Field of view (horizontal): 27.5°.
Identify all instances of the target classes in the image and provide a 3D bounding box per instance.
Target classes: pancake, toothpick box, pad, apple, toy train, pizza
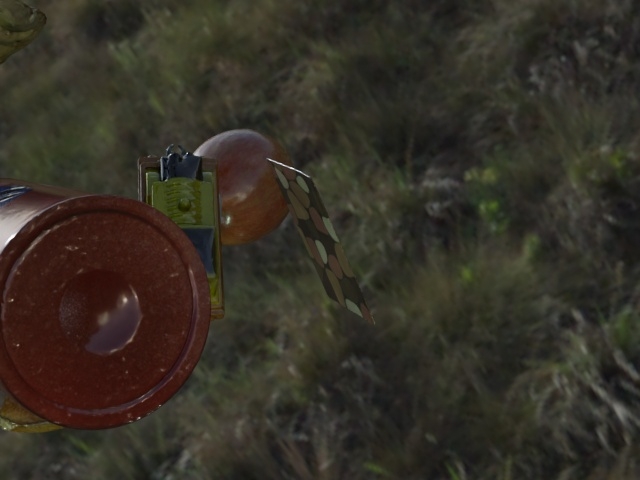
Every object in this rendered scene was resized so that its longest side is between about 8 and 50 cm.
[{"bbox_3d":[-0.636,-0.334,2.096,0.387,0.387,0.082,-10,81,33],"label":"pancake"},{"bbox_3d":[-0.258,0.047,1.234,0.204,0.204,0.333,-45,23,-18],"label":"toothpick box"},{"bbox_3d":[0.000,0.000,1.797,0.003,0.235,0.158,-30,23,-16],"label":"pad"},{"bbox_3d":[-0.138,-0.086,2.169,0.188,0.188,0.174,-1,35,41],"label":"apple"},{"bbox_3d":[-0.142,-0.008,1.345,0.089,0.127,0.219,0,70,-10],"label":"toy train"},{"bbox_3d":[-0.334,0.183,1.688,0.175,0.046,0.134,-14,56,-8],"label":"pizza"}]
